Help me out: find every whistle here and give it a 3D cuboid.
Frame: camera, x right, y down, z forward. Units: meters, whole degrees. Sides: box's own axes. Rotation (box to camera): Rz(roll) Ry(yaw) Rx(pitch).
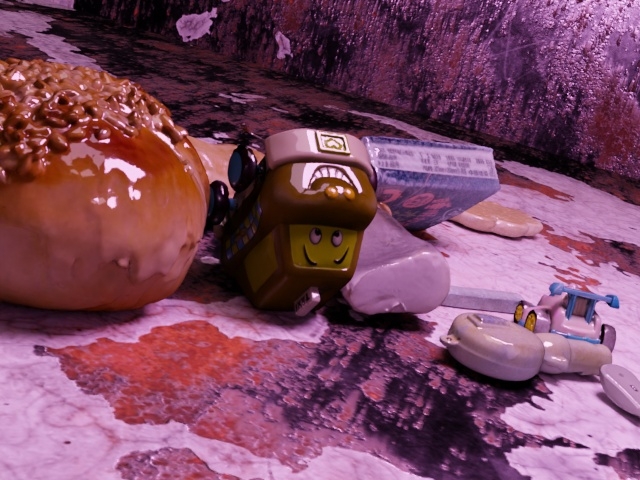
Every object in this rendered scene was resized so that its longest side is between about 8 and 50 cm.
[{"bbox_3d":[0.270,0.140,1.242,0.258,0.067,0.126,11,16,-23],"label":"whistle"}]

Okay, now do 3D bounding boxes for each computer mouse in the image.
[{"bbox_3d":[0.395,0.202,1.213,0.056,0.032,0.110,4,30,-30],"label":"computer mouse"}]

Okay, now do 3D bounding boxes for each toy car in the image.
[{"bbox_3d":[0.356,0.099,1.381,0.126,0.098,0.161,14,11,-6],"label":"toy car"},{"bbox_3d":[-0.028,-0.005,1.217,0.204,0.248,0.198,5,58,-29],"label":"toy car"}]

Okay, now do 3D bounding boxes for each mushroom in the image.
[{"bbox_3d":[0.076,0.015,1.377,0.159,0.122,0.328,21,14,-19],"label":"mushroom"}]

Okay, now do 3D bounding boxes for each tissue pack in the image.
[{"bbox_3d":[0.125,-0.089,1.630,0.316,0.103,0.228,1,-18,-41],"label":"tissue pack"}]

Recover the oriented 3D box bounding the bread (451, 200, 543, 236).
[{"bbox_3d":[0.336,-0.050,1.958,0.251,0.038,0.182,11,18,-14],"label":"bread"}]

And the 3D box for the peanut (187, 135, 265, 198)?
[{"bbox_3d":[-0.171,-0.087,1.470,0.313,0.149,0.149,9,17,-37],"label":"peanut"}]

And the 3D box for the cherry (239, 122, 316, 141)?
[{"bbox_3d":[-0.064,-0.199,1.991,0.226,0.090,0.107,14,19,-4],"label":"cherry"}]

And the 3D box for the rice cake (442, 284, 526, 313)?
[{"bbox_3d":[0.237,0.088,1.444,0.171,0.029,0.033,6,25,-24],"label":"rice cake"}]

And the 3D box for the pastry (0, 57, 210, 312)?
[{"bbox_3d":[-0.314,-0.078,1.114,0.410,0.245,0.409,13,18,-4],"label":"pastry"}]
